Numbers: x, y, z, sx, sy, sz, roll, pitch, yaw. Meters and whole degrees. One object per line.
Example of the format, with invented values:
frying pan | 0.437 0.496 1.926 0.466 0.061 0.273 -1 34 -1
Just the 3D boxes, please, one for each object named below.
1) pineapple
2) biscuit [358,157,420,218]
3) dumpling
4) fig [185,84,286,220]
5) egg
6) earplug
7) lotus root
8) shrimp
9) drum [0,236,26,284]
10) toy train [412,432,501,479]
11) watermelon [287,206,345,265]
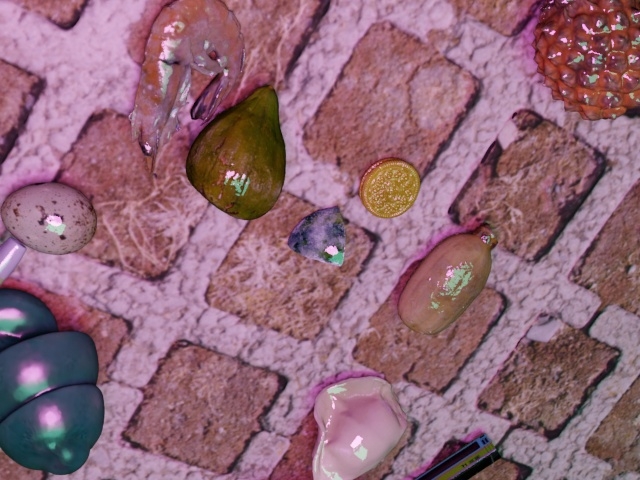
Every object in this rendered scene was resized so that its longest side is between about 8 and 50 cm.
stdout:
pineapple | 0.340 -0.250 1.264 0.166 0.166 0.193 -39 116 4
biscuit | 0.092 -0.069 1.350 0.084 0.023 0.084 -9 118 -16
dumpling | 0.042 0.269 1.475 0.169 0.100 0.134 -33 109 -2
fig | -0.085 -0.108 1.214 0.123 0.123 0.156 33 92 -31
egg | -0.317 -0.026 1.192 0.110 0.085 0.085 7 115 -14
earplug | -0.388 0.170 1.228 0.257 0.280 0.164 -18 155 -48
lotus root | 0.181 0.053 1.415 0.090 0.077 0.183 32 105 -31
shrimp | -0.156 -0.177 1.194 0.126 0.047 0.223 5 114 -33
drum | -0.442 0.095 1.154 0.130 0.049 0.253 23 86 1
toy train | 0.185 0.379 1.616 0.209 0.042 0.044 -33 144 1
watermelon | 0.000 0.000 1.351 0.085 0.085 0.061 -42 152 6
